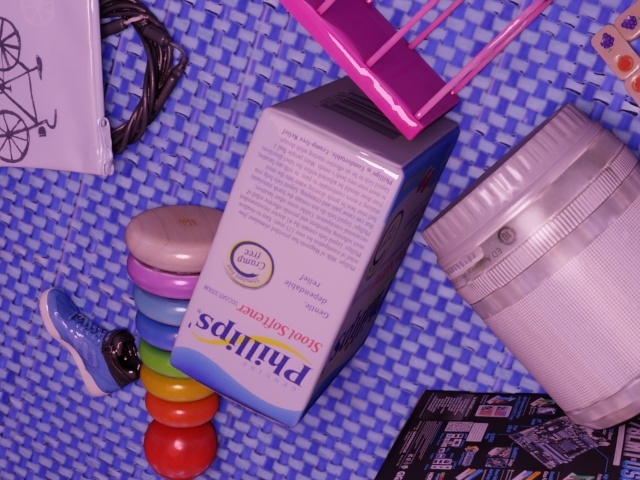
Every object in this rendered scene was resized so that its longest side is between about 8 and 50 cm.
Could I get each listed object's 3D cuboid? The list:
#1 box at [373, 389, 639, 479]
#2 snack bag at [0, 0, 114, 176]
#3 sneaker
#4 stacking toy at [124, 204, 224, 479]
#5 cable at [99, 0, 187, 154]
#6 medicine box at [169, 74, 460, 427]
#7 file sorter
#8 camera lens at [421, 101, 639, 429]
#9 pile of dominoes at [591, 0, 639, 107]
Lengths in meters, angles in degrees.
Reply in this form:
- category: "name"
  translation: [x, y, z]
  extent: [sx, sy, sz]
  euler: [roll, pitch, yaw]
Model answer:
- category: "box"
  translation: [0.218, 0.234, 1.213]
  extent: [0.293, 0.295, 0.073]
  euler: [0, 104, 17]
- category: "snack bag"
  translation: [-0.387, -0.244, 1.403]
  extent: [0.342, 0.037, 0.323]
  euler: [5, 105, 24]
- category: "sneaker"
  translation: [-0.274, 0.114, 1.465]
  extent: [0.084, 0.058, 0.152]
  euler: [-23, 101, 28]
- category: "stacking toy"
  translation: [-0.162, 0.131, 1.409]
  extent: [0.141, 0.141, 0.331]
  euler: [12, 114, 15]
- category: "cable"
  translation: [-0.246, -0.187, 1.383]
  extent: [0.150, 0.047, 0.184]
  euler: [38, 113, 5]
- category: "medicine box"
  translation: [0.000, 0.000, 1.236]
  extent: [0.149, 0.263, 0.289]
  euler: [26, 111, 10]
- category: "file sorter"
  translation: [0.072, -0.278, 1.174]
  extent: [0.291, 0.202, 0.182]
  euler: [47, 111, 1]
- category: "camera lens"
  translation: [0.262, 0.030, 1.184]
  extent: [0.219, 0.219, 0.274]
  euler: [-42, 89, 23]
- category: "pile of dominoes"
  translation: [0.397, -0.165, 1.138]
  extent: [0.196, 0.040, 0.251]
  euler: [-41, 68, 22]
